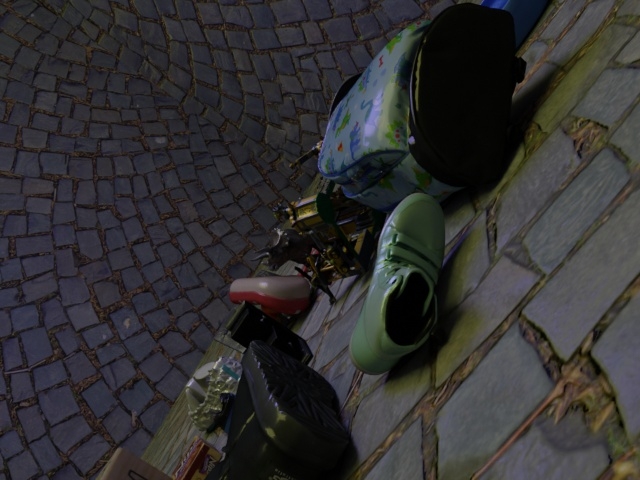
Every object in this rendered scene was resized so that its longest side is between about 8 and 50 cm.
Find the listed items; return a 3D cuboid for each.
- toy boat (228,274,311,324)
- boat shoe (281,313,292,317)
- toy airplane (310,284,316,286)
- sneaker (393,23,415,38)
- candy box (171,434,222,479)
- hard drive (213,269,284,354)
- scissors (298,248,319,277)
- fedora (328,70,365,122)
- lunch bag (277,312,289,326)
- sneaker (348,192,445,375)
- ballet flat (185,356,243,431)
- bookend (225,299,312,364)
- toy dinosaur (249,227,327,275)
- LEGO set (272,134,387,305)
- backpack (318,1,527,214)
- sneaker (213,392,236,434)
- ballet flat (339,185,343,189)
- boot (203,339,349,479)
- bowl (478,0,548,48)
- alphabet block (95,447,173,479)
[{"bbox_3d":[-0.121,0.164,1.602,0.231,0.150,0.151,-6,86,51],"label":"toy boat"},{"bbox_3d":[-0.068,0.166,1.699,0.035,0.035,0.100,-21,-27,-50],"label":"boat shoe"},{"bbox_3d":[0.019,0.062,1.597,0.151,0.028,0.151,-59,2,3],"label":"toy airplane"},{"bbox_3d":[0.183,-0.263,1.305,0.146,0.134,0.344,-145,61,-66],"label":"sneaker"},{"bbox_3d":[-0.282,0.507,1.460,0.109,0.053,0.186,-58,7,-18],"label":"candy box"},{"bbox_3d":[-0.186,0.211,1.885,0.172,0.054,0.255,12,62,48],"label":"hard drive"},{"bbox_3d":[0.000,0.000,2.020,0.109,0.021,0.297,-51,10,42],"label":"scissors"},{"bbox_3d":[0.147,-0.244,1.444,0.243,0.276,0.124,-34,29,-13],"label":"fedora"},{"bbox_3d":[-0.126,0.230,1.693,0.083,0.053,0.071,-29,27,52],"label":"lunch bag"},{"bbox_3d":[0.120,0.035,0.790,0.151,0.094,0.256,127,165,-66],"label":"sneaker"},{"bbox_3d":[-0.271,0.379,1.655,0.409,0.147,0.147,-47,11,53],"label":"ballet flat"},{"bbox_3d":[-0.106,0.199,1.284,0.072,0.157,0.156,-56,7,-2],"label":"bookend"},{"bbox_3d":[-0.059,0.013,1.697,0.121,0.160,0.313,-62,-2,11],"label":"toy dinosaur"},{"bbox_3d":[-0.004,-0.052,1.344,0.192,0.255,0.331,-18,40,31],"label":"LEGO set"},{"bbox_3d":[0.146,-0.181,1.072,0.355,0.273,0.290,111,170,-75],"label":"backpack"},{"bbox_3d":[-0.163,0.330,1.353,0.152,0.084,0.058,-56,7,-10],"label":"sneaker"},{"bbox_3d":[0.148,-0.217,1.747,0.106,0.107,0.316,-44,-2,-43],"label":"ballet flat"},{"bbox_3d":[-0.147,0.380,0.888,0.445,0.146,0.367,-60,5,1],"label":"boot"},{"bbox_3d":[0.364,-0.443,1.435,0.391,0.077,0.391,-54,8,11],"label":"bowl"},{"bbox_3d":[-0.435,0.614,1.424,0.192,0.193,0.197,-53,7,2],"label":"alphabet block"}]
